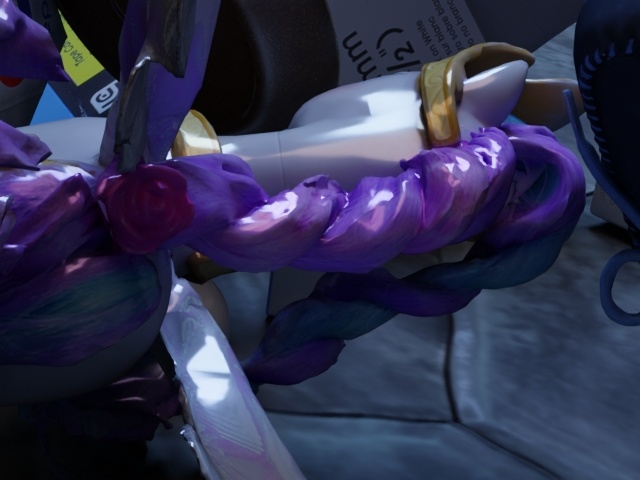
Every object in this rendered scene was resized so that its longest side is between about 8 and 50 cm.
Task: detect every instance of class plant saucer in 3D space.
[{"bbox_3d":[-0.065,-0.104,0.724,0.168,0.168,0.029,25,55,35],"label":"plant saucer"}]

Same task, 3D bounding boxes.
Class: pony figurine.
[{"bbox_3d":[-0.076,0.003,0.534,0.364,0.302,0.351,-8,14,1],"label":"pony figurine"}]

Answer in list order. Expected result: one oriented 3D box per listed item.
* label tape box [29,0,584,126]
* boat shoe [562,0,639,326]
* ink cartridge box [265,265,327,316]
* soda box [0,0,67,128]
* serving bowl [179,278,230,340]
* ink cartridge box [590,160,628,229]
[{"bbox_3d":[-0.045,-0.119,0.938,0.348,0.115,0.249,-37,34,-5],"label":"label tape box"},{"bbox_3d":[0.161,0.011,0.600,0.109,0.258,0.089,-4,54,42],"label":"boat shoe"},{"bbox_3d":[0.000,0.000,0.797,0.028,0.048,0.083,12,21,8],"label":"ink cartridge box"},{"bbox_3d":[-0.261,-0.093,0.748,0.286,0.098,0.091,2,48,14],"label":"soda box"},{"bbox_3d":[-0.078,0.024,0.740,0.083,0.027,0.083,7,23,-3],"label":"serving bowl"},{"bbox_3d":[0.255,-0.051,0.864,0.218,0.158,0.092,26,26,38],"label":"ink cartridge box"}]
